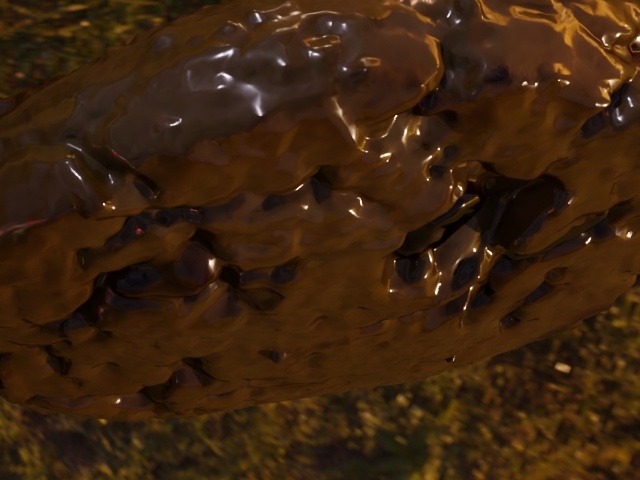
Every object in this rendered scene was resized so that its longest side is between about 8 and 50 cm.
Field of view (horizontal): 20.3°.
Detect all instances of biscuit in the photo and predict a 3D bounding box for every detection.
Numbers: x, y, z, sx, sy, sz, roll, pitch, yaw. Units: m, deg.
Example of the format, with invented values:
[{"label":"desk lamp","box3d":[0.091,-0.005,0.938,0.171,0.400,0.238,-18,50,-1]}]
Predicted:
[{"label":"biscuit","box3d":[0.001,0.001,0.626,0.296,0.296,0.075,-7,66,-20]}]
